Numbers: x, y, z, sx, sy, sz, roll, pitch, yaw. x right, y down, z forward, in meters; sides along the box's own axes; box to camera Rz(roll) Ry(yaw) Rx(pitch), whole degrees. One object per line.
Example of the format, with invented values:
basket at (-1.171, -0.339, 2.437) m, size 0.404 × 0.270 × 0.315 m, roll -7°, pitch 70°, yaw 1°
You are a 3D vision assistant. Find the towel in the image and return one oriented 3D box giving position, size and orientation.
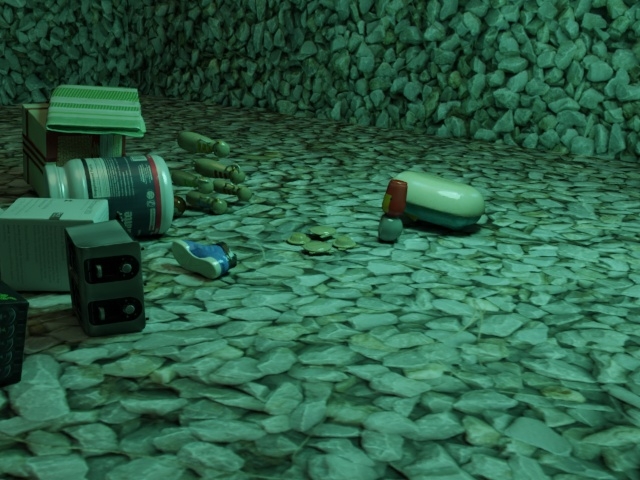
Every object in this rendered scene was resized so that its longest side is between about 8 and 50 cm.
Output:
towel at (-0.607, -0.355, 2.153) m, size 0.247 × 0.038 × 0.325 m, roll 1°, pitch 29°, yaw -17°

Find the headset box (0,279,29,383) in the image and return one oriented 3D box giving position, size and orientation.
headset box at (-0.601, 0.122, 1.180) m, size 0.283 × 0.131 × 0.246 m, roll 0°, pitch 14°, yaw -41°

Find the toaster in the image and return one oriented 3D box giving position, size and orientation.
toaster at (-0.379, 0.057, 1.399) m, size 0.110 × 0.168 × 0.185 m, roll -7°, pitch 20°, yaw -25°

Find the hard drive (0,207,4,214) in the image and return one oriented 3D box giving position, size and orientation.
hard drive at (-0.867, -0.050, 1.906) m, size 0.203 × 0.040 × 0.307 m, roll -11°, pitch 21°, yaw -34°

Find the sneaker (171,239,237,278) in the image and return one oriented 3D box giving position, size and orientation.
sneaker at (-0.241, 0.030, 1.679) m, size 0.152 × 0.058 × 0.084 m, roll 21°, pitch 31°, yaw 37°

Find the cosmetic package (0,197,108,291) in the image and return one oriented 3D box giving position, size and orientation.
cosmetic package at (-0.522, 0.007, 1.574) m, size 0.183 × 0.152 × 0.151 m, roll 0°, pitch 18°, yaw -5°

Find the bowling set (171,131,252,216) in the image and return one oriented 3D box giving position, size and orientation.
bowling set at (-0.294, -0.128, 2.076) m, size 0.154 × 0.200 × 0.287 m, roll 17°, pitch -20°, yaw 27°

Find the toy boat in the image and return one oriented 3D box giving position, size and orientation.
toy boat at (0.247, -0.082, 1.995) m, size 0.267 × 0.148 × 0.318 m, roll 21°, pitch 18°, yaw 35°

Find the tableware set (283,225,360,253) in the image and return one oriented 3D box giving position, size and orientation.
tableware set at (0.000, 0.000, 1.870) m, size 0.141 × 0.020 × 0.168 m, roll -12°, pitch 23°, yaw -31°

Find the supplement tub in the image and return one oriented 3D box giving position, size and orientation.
supplement tub at (-0.493, -0.098, 1.847) m, size 0.272 × 0.191 × 0.191 m, roll -6°, pitch 19°, yaw -23°

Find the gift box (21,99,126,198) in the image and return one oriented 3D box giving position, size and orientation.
gift box at (-0.678, -0.244, 2.225) m, size 0.276 × 0.255 × 0.258 m, roll -4°, pitch 27°, yaw -36°
